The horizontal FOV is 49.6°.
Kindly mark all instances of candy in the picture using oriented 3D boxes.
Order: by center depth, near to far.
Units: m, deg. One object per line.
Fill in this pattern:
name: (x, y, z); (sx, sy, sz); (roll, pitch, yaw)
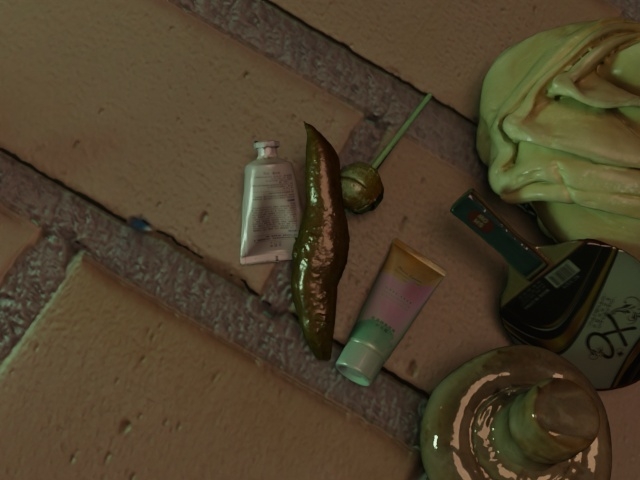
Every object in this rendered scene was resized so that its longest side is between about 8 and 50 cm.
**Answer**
candy: (0.086, -0.113, 0.847); (0.061, 0.061, 0.202); (38, 66, 1)

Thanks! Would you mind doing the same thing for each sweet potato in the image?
sweet potato: (0.000, 0.000, 0.784); (0.067, 0.067, 0.273); (1, 88, -10)

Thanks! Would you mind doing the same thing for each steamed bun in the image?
steamed bun: (0.335, -0.115, 0.803); (0.276, 0.203, 0.288); (6, 77, -7)

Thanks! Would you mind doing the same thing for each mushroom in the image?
mushroom: (0.222, 0.208, 0.721); (0.207, 0.209, 0.206); (12, 69, -34)

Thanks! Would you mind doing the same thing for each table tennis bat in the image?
table tennis bat: (0.269, 0.052, 0.790); (0.301, 0.022, 0.173); (43, 116, -5)

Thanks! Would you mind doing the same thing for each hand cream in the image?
hand cream: (0.078, 0.082, 0.801); (0.076, 0.047, 0.174); (34, 65, 1)
hand cream: (-0.057, -0.046, 0.808); (0.084, 0.053, 0.142); (-5, 94, -10)
